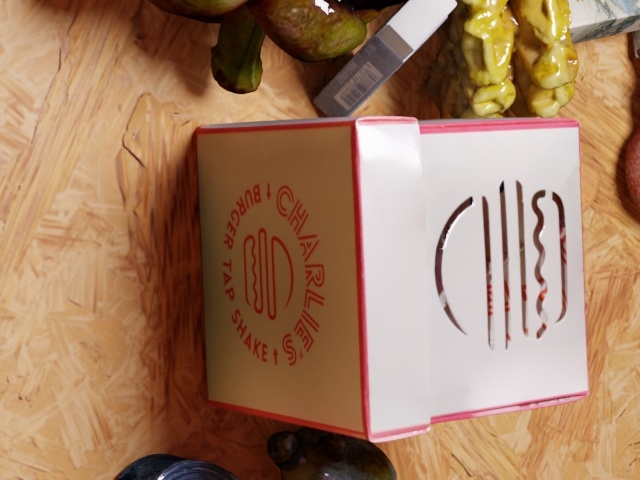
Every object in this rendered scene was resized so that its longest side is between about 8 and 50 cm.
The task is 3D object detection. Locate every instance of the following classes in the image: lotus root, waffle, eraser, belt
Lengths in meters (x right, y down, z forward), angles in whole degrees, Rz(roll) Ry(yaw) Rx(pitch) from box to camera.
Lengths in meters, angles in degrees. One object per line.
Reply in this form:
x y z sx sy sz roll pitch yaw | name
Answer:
0.012 0.266 1.838 0.192 0.088 0.113 33 56 -35 | lotus root
0.194 -0.283 1.864 0.151 0.261 0.324 -13 97 -13 | waffle
0.068 -0.204 1.780 0.046 0.212 0.092 44 62 -3 | eraser
-0.139 0.306 1.716 0.190 0.082 0.141 47 58 -33 | belt

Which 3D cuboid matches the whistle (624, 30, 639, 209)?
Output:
0.467 -0.161 2.182 0.142 0.134 0.346 -8 88 -36 | whistle

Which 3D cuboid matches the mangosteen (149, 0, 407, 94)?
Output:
-0.025 -0.364 1.625 0.382 0.382 0.435 34 105 -36 | mangosteen

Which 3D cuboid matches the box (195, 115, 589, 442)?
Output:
0.073 0.025 1.711 0.300 0.312 0.314 -5 94 -35 | box

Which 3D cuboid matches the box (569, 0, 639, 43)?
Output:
0.339 -0.341 2.051 0.256 0.069 0.164 -16 78 -38 | box
